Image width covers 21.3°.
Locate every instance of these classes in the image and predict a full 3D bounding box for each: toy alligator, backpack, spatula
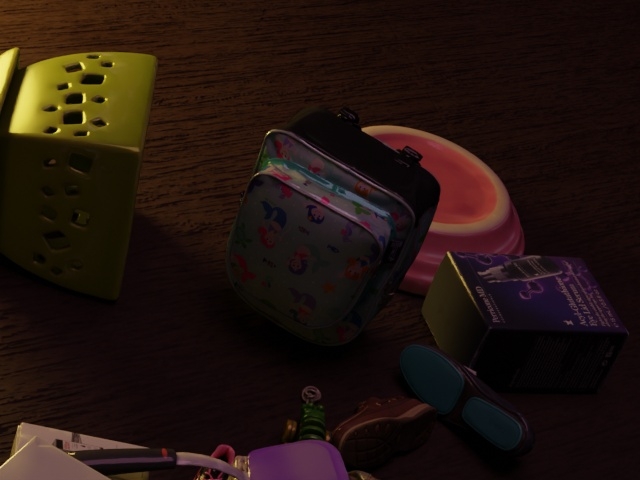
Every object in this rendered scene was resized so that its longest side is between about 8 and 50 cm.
[{"bbox_3d":[-0.011,0.209,1.910,0.056,0.051,0.190,16,34,-7],"label":"toy alligator"},{"bbox_3d":[0.000,0.000,2.035,0.225,0.253,0.191,31,39,10],"label":"backpack"},{"bbox_3d":[-0.121,0.221,1.669,0.296,0.030,0.084,5,32,-16],"label":"spatula"}]

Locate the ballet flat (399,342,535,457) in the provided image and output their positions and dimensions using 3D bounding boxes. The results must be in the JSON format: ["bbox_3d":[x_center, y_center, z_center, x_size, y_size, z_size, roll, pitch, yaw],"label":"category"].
[{"bbox_3d":[0.178,0.193,2.027,0.074,0.074,0.203,-17,42,-42],"label":"ballet flat"}]

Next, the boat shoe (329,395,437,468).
[{"bbox_3d":[0.062,0.213,1.932,0.060,0.064,0.178,28,21,31],"label":"boat shoe"}]

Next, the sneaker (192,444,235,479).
[{"bbox_3d":[-0.119,0.257,1.783,0.047,0.057,0.119,25,35,3],"label":"sneaker"}]

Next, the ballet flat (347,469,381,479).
[{"bbox_3d":[0.079,0.371,1.684,0.123,0.123,0.348,9,35,-17],"label":"ballet flat"}]

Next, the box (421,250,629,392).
[{"bbox_3d":[0.255,0.104,2.147,0.207,0.108,0.153,3,38,-25],"label":"box"}]

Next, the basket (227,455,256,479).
[{"bbox_3d":[-0.049,0.307,1.702,0.103,0.113,0.167,10,34,-8],"label":"basket"}]

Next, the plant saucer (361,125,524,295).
[{"bbox_3d":[0.129,-0.055,2.329,0.332,0.084,0.332,14,33,-10],"label":"plant saucer"}]

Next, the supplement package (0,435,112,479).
[{"bbox_3d":[-0.258,0.337,1.517,0.204,0.145,0.262,28,35,13],"label":"supplement package"}]

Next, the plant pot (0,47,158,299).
[{"bbox_3d":[-0.316,-0.093,2.033,0.207,0.227,0.228,10,35,-5],"label":"plant pot"}]

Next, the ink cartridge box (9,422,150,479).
[{"bbox_3d":[-0.245,0.245,1.695,0.135,0.099,0.056,12,35,-10],"label":"ink cartridge box"}]
